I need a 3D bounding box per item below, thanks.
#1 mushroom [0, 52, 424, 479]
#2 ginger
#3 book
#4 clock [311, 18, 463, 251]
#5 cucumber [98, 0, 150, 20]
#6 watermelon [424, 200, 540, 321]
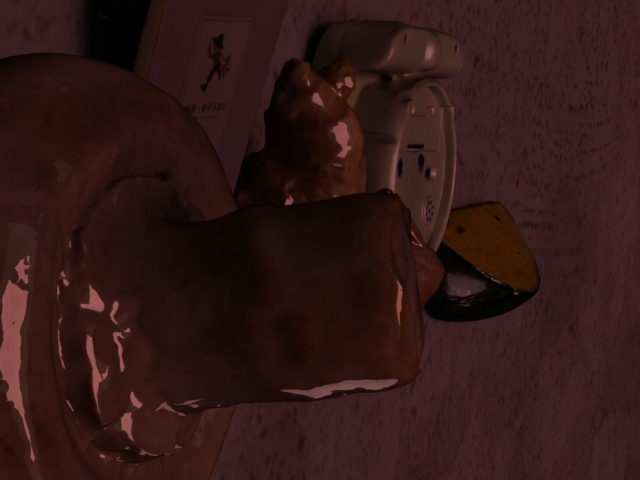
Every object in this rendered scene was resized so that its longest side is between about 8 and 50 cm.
[{"bbox_3d":[-0.075,0.040,0.567,0.206,0.209,0.206,-160,-90,-89],"label":"mushroom"},{"bbox_3d":[-0.003,0.004,0.862,0.137,0.074,0.213,-49,142,-21],"label":"ginger"},{"bbox_3d":[-0.062,-0.057,0.744,0.127,0.014,0.181,-16,125,-66],"label":"book"},{"bbox_3d":[0.042,-0.045,0.996,0.151,0.062,0.191,-11,106,-67],"label":"clock"},{"bbox_3d":[-0.062,-0.149,0.746,0.168,0.039,0.039,-65,151,-44],"label":"cucumber"},{"bbox_3d":[0.137,0.020,1.231,0.181,0.075,0.092,-11,102,-66],"label":"watermelon"}]
